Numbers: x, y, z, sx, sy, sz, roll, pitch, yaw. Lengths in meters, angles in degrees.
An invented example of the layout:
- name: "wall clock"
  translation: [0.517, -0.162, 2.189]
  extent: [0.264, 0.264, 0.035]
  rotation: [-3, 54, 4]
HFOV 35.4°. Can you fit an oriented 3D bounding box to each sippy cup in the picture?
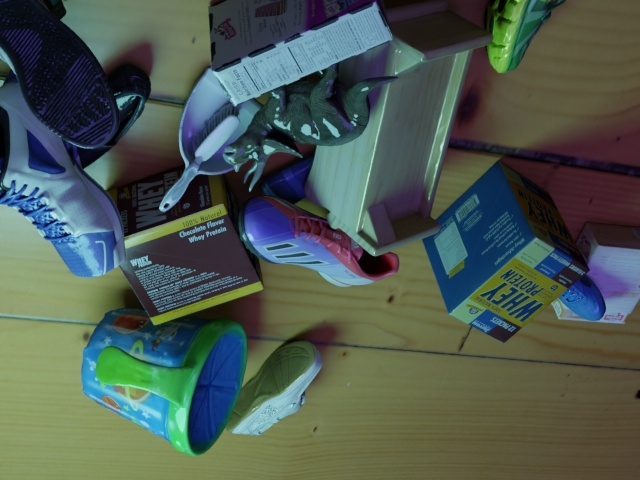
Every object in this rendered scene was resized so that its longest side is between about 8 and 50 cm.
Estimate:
- name: "sippy cup"
  translation: [-0.270, 0.219, 1.691]
  extent: [0.224, 0.240, 0.305]
  rotation: [15, 140, 17]

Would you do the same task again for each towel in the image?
- name: "towel"
  translation: [-0.035, -0.097, 1.610]
  extent: [0.119, 0.029, 0.067]
  rotation: [-26, 132, 12]

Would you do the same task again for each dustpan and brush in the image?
- name: "dustpan and brush"
  translation: [-0.175, -0.133, 1.493]
  extent: [0.147, 0.060, 0.211]
  rotation: [36, 101, -35]

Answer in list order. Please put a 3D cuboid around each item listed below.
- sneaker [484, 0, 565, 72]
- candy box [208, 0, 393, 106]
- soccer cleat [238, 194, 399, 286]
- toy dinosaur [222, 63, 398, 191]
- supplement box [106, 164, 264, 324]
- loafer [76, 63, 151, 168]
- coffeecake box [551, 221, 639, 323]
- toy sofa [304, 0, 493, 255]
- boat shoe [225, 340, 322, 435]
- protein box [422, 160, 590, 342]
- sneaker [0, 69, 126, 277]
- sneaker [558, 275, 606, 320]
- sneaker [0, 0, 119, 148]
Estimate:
- name: "sneaker"
  translation: [0.320, -0.357, 1.404]
  extent: [0.124, 0.109, 0.295]
  rotation: [11, 128, -16]
- name: "candy box"
  translation: [-0.031, -0.291, 1.342]
  extent: [0.233, 0.159, 0.071]
  rotation: [-20, 134, 12]
- name: "soccer cleat"
  translation: [0.000, 0.000, 1.600]
  extent: [0.116, 0.108, 0.318]
  rotation: [-5, 160, 38]
- name: "toy dinosaur"
  translation: [-0.004, -0.191, 1.425]
  extent: [0.314, 0.121, 0.160]
  rotation: [-10, 119, 32]
- name: "supplement box"
  translation: [-0.215, 0.000, 1.589]
  extent: [0.191, 0.129, 0.194]
  rotation: [-19, 132, 4]
- name: "loafer"
  translation: [-0.329, -0.162, 1.455]
  extent: [0.076, 0.078, 0.223]
  rotation: [33, 117, -33]
- name: "coffeecake box"
  translation: [0.526, 0.063, 1.845]
  extent: [0.142, 0.068, 0.185]
  rotation: [5, 129, -16]
- name: "toy sofa"
  translation: [0.108, -0.175, 1.493]
  extent: [0.150, 0.177, 0.362]
  rotation: [-20, 135, -36]
- name: "boat shoe"
  translation: [-0.072, 0.284, 1.898]
  extent: [0.096, 0.098, 0.277]
  rotation: [24, 131, -29]
- name: "protein box"
  translation: [0.300, 0.019, 1.668]
  extent: [0.136, 0.201, 0.200]
  rotation: [28, 120, -31]
- name: "sneaker"
  translation: [-0.407, -0.075, 1.387]
  extent: [0.127, 0.182, 0.315]
  rotation: [-5, 114, 32]
- name: "sneaker"
  translation: [0.424, 0.074, 1.769]
  extent: [0.069, 0.082, 0.209]
  rotation: [-32, 103, 36]
- name: "sneaker"
  translation: [-0.363, -0.244, 1.300]
  extent: [0.124, 0.178, 0.295]
  rotation: [-38, 98, 3]
